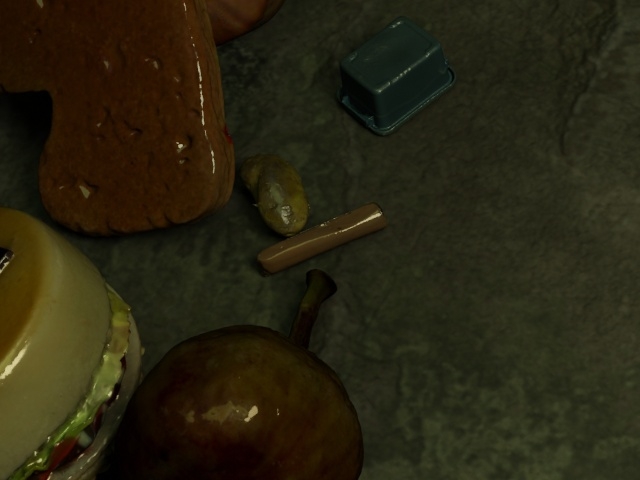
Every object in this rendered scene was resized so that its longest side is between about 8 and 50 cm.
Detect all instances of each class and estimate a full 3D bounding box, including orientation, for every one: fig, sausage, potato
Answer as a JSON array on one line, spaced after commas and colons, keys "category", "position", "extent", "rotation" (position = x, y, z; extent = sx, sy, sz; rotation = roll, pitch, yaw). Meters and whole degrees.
[{"category": "fig", "position": [-0.024, 0.120, 1.379], "extent": [0.191, 0.190, 0.290], "rotation": [27, 48, 27]}, {"category": "sausage", "position": [0.000, 0.000, 1.541], "extent": [0.116, 0.026, 0.026], "rotation": [-23, 54, -5]}, {"category": "potato", "position": [-0.038, -0.043, 1.567], "extent": [0.046, 0.045, 0.092], "rotation": [-47, 48, 21]}]

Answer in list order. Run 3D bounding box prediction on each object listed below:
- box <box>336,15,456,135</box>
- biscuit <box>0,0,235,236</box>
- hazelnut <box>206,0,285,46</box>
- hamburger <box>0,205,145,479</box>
[{"category": "box", "position": [0.065, -0.152, 1.618], "extent": [0.099, 0.054, 0.074], "rotation": [-38, 55, -15]}, {"category": "biscuit", "position": [-0.203, -0.132, 1.592], "extent": [0.262, 0.052, 0.277], "rotation": [-14, 87, 27]}, {"category": "hazelnut", "position": [-0.111, -0.284, 1.658], "extent": [0.176, 0.214, 0.214], "rotation": [-2, 49, 44]}, {"category": "hamburger", "position": [-0.280, 0.116, 1.409], "extent": [0.300, 0.176, 0.300], "rotation": [-16, 45, 17]}]
